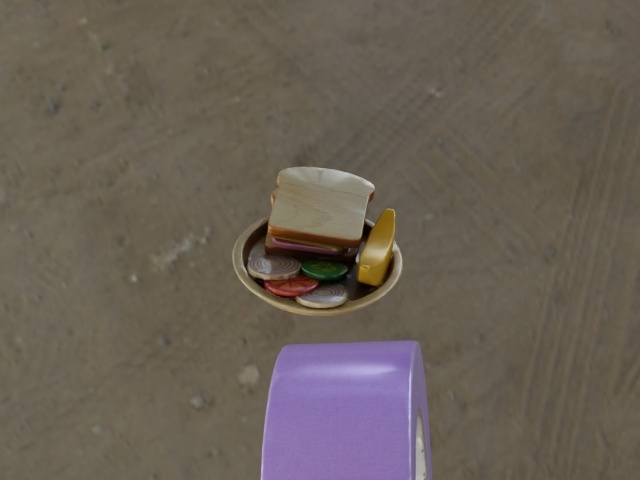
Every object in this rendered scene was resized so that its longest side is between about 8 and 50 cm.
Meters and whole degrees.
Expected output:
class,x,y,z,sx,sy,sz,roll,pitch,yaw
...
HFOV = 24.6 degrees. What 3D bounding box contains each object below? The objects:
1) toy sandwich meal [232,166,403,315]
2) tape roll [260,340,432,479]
class,x,y,z,sx,sy,sz,roll,pitch,yaw
toy sandwich meal,0.000,0.000,0.662,0.085,0.029,0.086,2,37,-2
tape roll,0.025,0.203,0.943,0.090,0.275,0.275,-3,46,6
